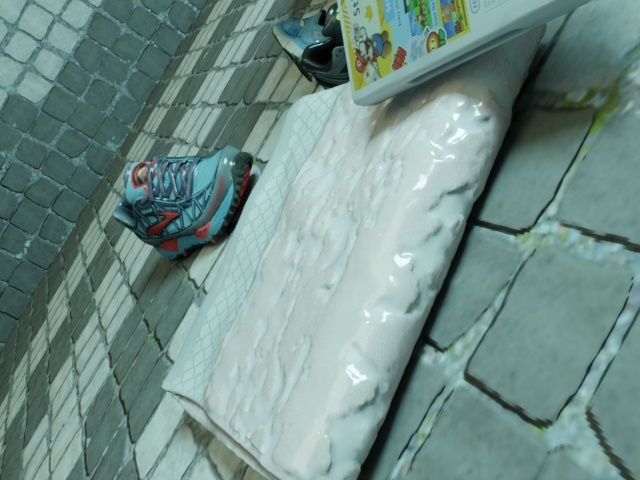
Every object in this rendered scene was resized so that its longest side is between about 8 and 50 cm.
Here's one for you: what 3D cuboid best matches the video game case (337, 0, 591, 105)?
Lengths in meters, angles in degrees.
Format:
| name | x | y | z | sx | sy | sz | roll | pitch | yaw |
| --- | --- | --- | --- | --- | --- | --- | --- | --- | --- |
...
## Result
| name | x | y | z | sx | sy | sz | roll | pitch | yaw |
| --- | --- | --- | --- | --- | --- | --- | --- | --- | --- |
| video game case | 0.067 | -0.219 | 0.446 | 0.206 | 0.026 | 0.227 | -13 | 85 | 58 |

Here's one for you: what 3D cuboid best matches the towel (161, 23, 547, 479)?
| name | x | y | z | sx | sy | sz | roll | pitch | yaw |
| --- | --- | --- | --- | --- | --- | --- | --- | --- | --- |
| towel | 0.000 | 0.000 | 0.563 | 0.317 | 0.053 | 0.332 | -3 | 60 | 63 |

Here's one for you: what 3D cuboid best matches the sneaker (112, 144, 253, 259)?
| name | x | y | z | sx | sy | sz | roll | pitch | yaw |
| --- | --- | --- | --- | --- | --- | --- | --- | --- | --- |
| sneaker | -0.182 | -0.052 | 0.906 | 0.262 | 0.125 | 0.104 | -30 | 37 | 50 |

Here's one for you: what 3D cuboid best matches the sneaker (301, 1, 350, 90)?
| name | x | y | z | sx | sy | sz | roll | pitch | yaw |
| --- | --- | --- | --- | --- | --- | --- | --- | --- | --- |
| sneaker | 0.046 | -0.189 | 0.664 | 0.188 | 0.078 | 0.067 | -27 | 39 | 51 |

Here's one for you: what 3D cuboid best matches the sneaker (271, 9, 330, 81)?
| name | x | y | z | sx | sy | sz | roll | pitch | yaw |
| --- | --- | --- | --- | --- | --- | --- | --- | --- | --- |
| sneaker | -0.008 | -0.241 | 0.888 | 0.073 | 0.063 | 0.162 | -38 | 30 | 6 |
